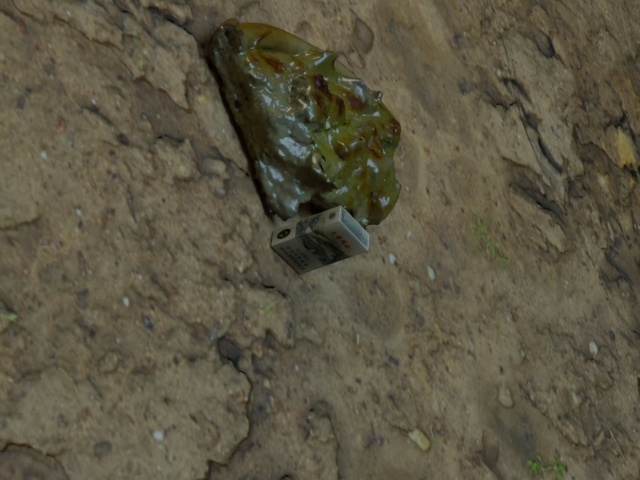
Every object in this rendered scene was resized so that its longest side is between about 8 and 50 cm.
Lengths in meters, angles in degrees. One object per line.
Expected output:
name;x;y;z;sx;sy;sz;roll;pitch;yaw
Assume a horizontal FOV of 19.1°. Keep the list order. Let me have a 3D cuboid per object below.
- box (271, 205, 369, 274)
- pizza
box;0.000;0.000;1.886;0.054;0.083;0.024;46;36;-36
pizza;0.006;-0.112;1.975;0.323;0.089;0.223;25;48;-51
